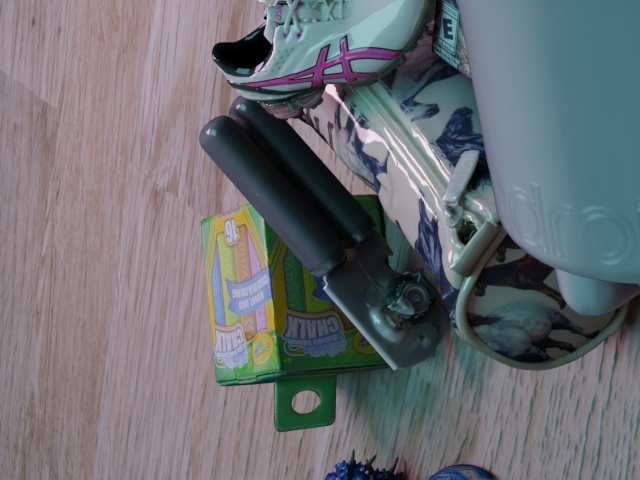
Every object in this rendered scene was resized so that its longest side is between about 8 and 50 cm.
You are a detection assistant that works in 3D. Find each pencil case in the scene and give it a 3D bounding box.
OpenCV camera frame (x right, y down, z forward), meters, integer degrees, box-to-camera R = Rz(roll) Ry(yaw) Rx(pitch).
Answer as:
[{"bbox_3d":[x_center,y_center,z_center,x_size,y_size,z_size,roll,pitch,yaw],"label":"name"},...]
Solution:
[{"bbox_3d":[0.086,-0.084,1.191,0.160,0.183,0.410,-43,46,7],"label":"pencil case"}]

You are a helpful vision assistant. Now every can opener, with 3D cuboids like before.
[{"bbox_3d":[0.000,0.000,1.316,0.283,0.076,0.095,49,155,-5],"label":"can opener"}]

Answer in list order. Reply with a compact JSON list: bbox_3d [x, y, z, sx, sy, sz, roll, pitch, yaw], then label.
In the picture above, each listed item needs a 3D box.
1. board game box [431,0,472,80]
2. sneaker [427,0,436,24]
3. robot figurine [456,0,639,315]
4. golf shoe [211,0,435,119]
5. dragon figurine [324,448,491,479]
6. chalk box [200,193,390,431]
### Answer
[{"bbox_3d":[0.203,-0.222,0.983,0.232,0.141,0.291,45,140,48],"label":"board game box"},{"bbox_3d":[0.126,-0.252,1.206,0.090,0.115,0.232,-29,41,55],"label":"sneaker"},{"bbox_3d":[0.174,-0.118,0.776,0.300,0.199,0.354,19,132,48],"label":"robot figurine"},{"bbox_3d":[0.001,-0.150,1.115,0.186,0.086,0.068,-26,51,35],"label":"golf shoe"},{"bbox_3d":[0.097,0.239,1.279,0.289,0.085,0.144,-25,71,57],"label":"dragon figurine"},{"bbox_3d":[-0.020,0.071,1.417,0.132,0.132,0.213,-18,78,57],"label":"chalk box"}]
